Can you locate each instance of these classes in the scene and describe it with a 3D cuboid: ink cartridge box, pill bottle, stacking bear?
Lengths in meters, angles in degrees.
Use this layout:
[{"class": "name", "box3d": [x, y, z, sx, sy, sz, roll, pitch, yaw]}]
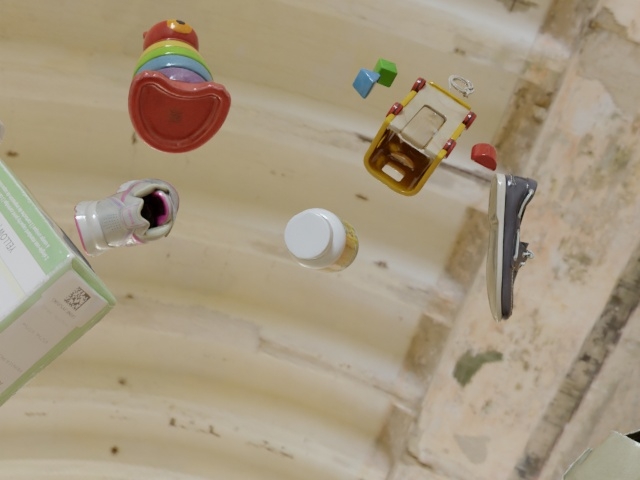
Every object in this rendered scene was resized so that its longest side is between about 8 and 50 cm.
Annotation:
[{"class": "ink cartridge box", "box3d": [-0.254, 0.062, 0.467, 0.235, 0.171, 0.056, -42, -43, -11]}, {"class": "pill bottle", "box3d": [0.000, 0.000, 1.507, 0.118, 0.117, 0.208, -67, -16, 0]}, {"class": "stacking bear", "box3d": [-0.278, -0.313, 1.468, 0.289, 0.175, 0.164, -103, 28, -44]}]

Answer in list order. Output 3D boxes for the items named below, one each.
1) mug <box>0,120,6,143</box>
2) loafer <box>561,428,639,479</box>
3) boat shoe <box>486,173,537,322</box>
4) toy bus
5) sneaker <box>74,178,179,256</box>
[{"class": "mug", "box3d": [-0.724, -0.263, 1.370, 0.374, 0.327, 0.276, 41, -113, -63]}, {"class": "loafer", "box3d": [0.391, 0.304, 1.025, 0.268, 0.101, 0.092, -7, -67, -47]}, {"class": "boat shoe", "box3d": [0.266, 0.011, 1.068, 0.075, 0.064, 0.206, -94, 5, -88]}, {"class": "toy bus", "box3d": [0.137, -0.145, 1.078, 0.104, 0.202, 0.191, -58, 39, 39]}, {"class": "sneaker", "box3d": [-0.265, -0.041, 1.195, 0.252, 0.111, 0.103, -52, -51, -69]}]
